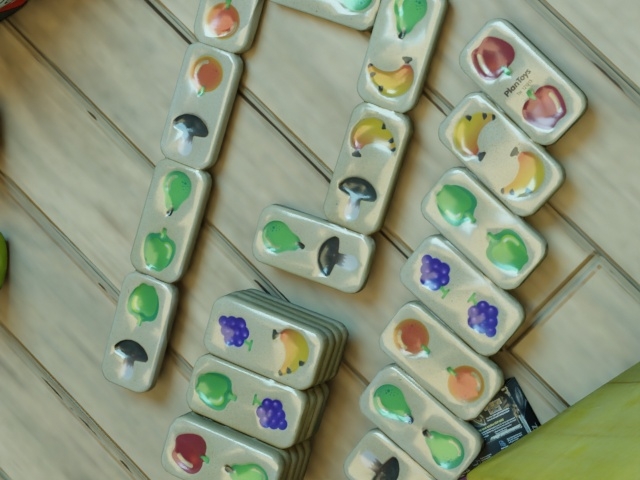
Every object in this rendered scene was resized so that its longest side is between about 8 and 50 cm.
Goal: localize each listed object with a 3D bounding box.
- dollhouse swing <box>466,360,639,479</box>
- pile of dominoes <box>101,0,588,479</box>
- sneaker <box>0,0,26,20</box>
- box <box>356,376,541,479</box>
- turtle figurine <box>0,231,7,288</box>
[{"bbox_3d":[0.297,0.145,0.499,0.305,0.315,0.347,-35,89,-11],"label":"dollhouse swing"},{"bbox_3d":[0.000,0.000,0.629,0.196,0.040,0.251,20,102,20],"label":"pile of dominoes"},{"bbox_3d":[-0.125,-0.170,0.603,0.270,0.145,0.090,-29,88,21],"label":"sneaker"},{"bbox_3d":[0.068,0.111,0.645,0.083,0.018,0.067,-30,88,22],"label":"box"},{"bbox_3d":[-0.273,-0.006,0.715,0.217,0.087,0.269,2,91,12],"label":"turtle figurine"}]
